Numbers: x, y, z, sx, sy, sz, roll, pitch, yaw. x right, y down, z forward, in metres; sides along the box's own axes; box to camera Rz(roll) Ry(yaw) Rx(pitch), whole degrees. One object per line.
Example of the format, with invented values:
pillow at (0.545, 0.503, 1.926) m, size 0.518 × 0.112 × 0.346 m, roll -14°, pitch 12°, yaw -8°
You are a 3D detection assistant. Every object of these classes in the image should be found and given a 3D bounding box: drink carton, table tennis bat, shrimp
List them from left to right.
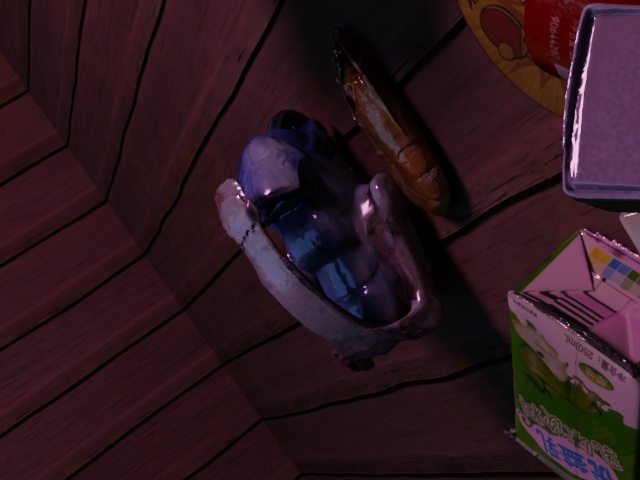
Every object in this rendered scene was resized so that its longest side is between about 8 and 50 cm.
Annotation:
shrimp at (0.070, -0.126, 1.091) m, size 0.236 × 0.053 × 0.133 m, roll 55°, pitch -179°, yaw -11°
table tennis bat at (0.156, -0.215, 0.772) m, size 0.310 × 0.038 × 0.200 m, roll 48°, pitch 157°, yaw 7°
drink carton at (0.266, 0.133, 0.954) m, size 0.161 × 0.108 × 0.271 m, roll 37°, pitch 153°, yaw 39°

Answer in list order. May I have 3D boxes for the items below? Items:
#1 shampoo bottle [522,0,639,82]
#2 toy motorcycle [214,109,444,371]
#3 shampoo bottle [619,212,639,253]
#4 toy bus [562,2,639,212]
shampoo bottle at (0.270, -0.093, 0.605) m, size 0.314 × 0.076 × 0.118 m, roll 32°, pitch 163°, yaw 33°
toy motorcycle at (0.018, -0.013, 1.157) m, size 0.319 × 0.182 × 0.241 m, roll 54°, pitch -173°, yaw 2°
shampoo bottle at (0.304, 0.062, 0.796) m, size 0.049 × 0.072 × 0.212 m, roll -23°, pitch 92°, yaw 37°
toy bus at (0.284, -0.049, 0.444) m, size 0.329 × 0.109 × 0.136 m, roll 6°, pitch 176°, yaw 30°
